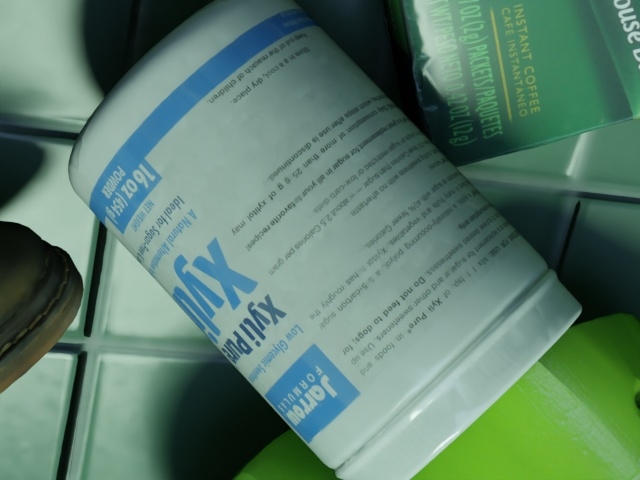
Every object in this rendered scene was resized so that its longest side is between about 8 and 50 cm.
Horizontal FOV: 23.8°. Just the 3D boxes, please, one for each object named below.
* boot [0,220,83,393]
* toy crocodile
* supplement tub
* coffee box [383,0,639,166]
[{"bbox_3d":[-0.172,0.011,0.345,0.219,0.082,0.106,-16,122,1],"label":"boot"},{"bbox_3d":[-0.003,0.162,0.450,0.115,0.105,0.340,36,112,18],"label":"toy crocodile"},{"bbox_3d":[0.000,0.000,0.354,0.071,0.071,0.107,-45,83,14],"label":"supplement tub"},{"bbox_3d":[0.101,-0.094,0.363,0.184,0.040,0.113,-14,119,-3],"label":"coffee box"}]
